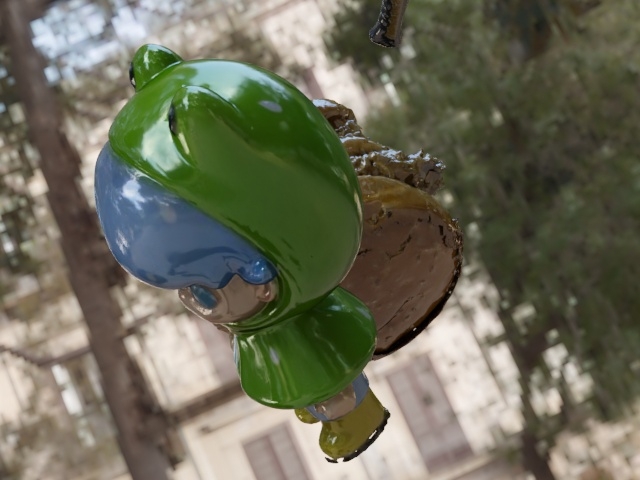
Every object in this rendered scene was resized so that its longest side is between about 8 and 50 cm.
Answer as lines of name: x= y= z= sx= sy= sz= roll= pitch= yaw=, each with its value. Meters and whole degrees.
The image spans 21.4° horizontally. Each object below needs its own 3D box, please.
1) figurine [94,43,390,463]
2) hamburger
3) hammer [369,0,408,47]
figurine: x=-0.035 y=0.008 z=0.985 sx=0.143 sy=0.162 sz=0.263 roll=-29 pitch=-60 yaw=-3
hamburger: x=-0.007 y=-0.009 z=1.533 sx=0.260 sy=0.211 sz=0.245 roll=-37 pitch=-33 yaw=-3
hammer: x=0.067 y=-0.211 z=1.302 sx=0.078 sy=0.021 sz=0.201 roll=-6 pitch=-26 yaw=-7
